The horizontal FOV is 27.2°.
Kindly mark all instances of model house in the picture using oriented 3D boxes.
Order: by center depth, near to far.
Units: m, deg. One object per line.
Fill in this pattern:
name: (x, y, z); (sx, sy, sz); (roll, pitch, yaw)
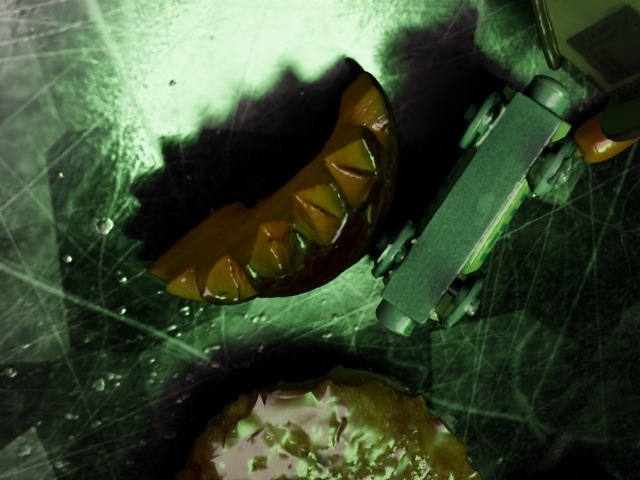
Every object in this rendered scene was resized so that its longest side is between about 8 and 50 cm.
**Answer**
model house: (0.238, -0.251, 1.050); (0.279, 0.205, 0.218); (39, 59, -18)

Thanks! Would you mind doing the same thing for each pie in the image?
pie: (0.006, 0.259, 1.279); (0.288, 0.103, 0.355); (-44, 122, 4)

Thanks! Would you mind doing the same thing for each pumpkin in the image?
pumpkin: (0.000, 0.000, 1.110); (0.254, 0.130, 0.149); (-42, 126, 0)

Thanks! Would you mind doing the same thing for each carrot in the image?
carrot: (0.338, -0.147, 1.240); (0.248, 0.043, 0.043); (-34, 126, -6)

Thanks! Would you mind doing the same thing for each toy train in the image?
toy train: (0.134, -0.033, 1.154); (0.105, 0.157, 0.253); (32, 101, 3)

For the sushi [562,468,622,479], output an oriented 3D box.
sushi: (0.287, 0.327, 1.427); (0.172, 0.153, 0.150); (21, 90, -10)
